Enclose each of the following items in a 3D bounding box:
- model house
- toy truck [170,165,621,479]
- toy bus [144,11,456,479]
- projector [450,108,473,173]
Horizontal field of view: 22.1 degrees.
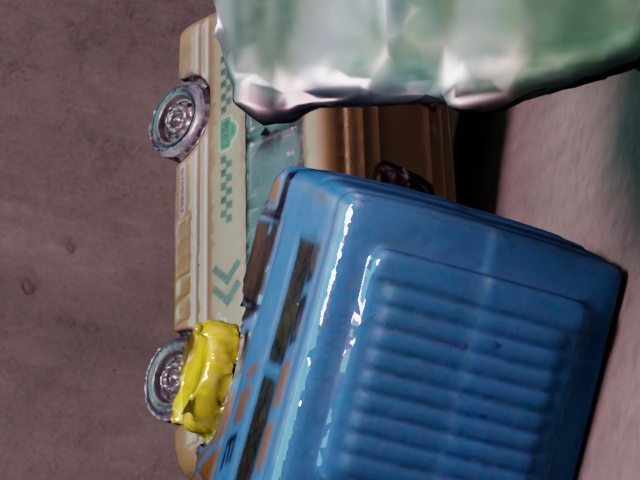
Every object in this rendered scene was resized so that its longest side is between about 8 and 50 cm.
[{"bbox_3d":[0.095,-0.215,0.657,0.329,0.251,0.295,-27,-69,-67],"label":"model house"},{"bbox_3d":[0.001,0.165,0.708,0.162,0.161,0.385,-167,93,-76],"label":"toy truck"},{"bbox_3d":[0.000,0.000,0.937,0.157,0.139,0.290,-23,56,40],"label":"toy bus"},{"bbox_3d":[0.061,-0.098,1.156,0.257,0.079,0.259,148,131,-82],"label":"projector"}]
